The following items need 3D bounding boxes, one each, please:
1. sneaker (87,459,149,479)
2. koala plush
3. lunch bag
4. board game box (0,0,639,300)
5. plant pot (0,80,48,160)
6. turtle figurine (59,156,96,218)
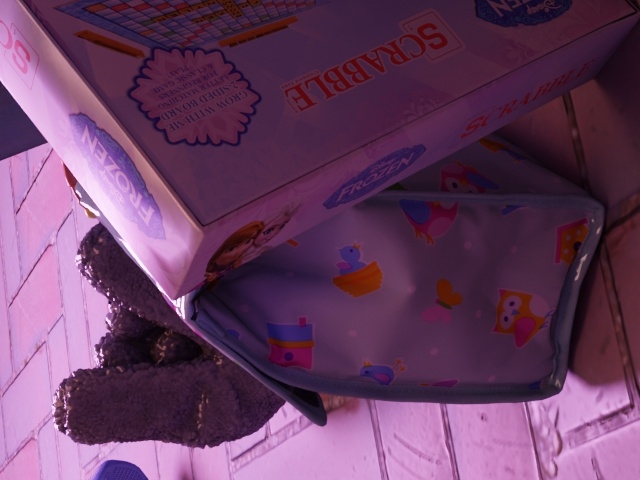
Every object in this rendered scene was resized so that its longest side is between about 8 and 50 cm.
[{"bbox_3d":[-0.145,0.312,1.488,0.330,0.130,0.147,50,121,51],"label":"sneaker"},{"bbox_3d":[-0.116,0.080,1.356,0.221,0.203,0.196,-113,34,-83],"label":"koala plush"},{"bbox_3d":[0.000,0.000,0.930,0.223,0.262,0.160,-137,50,-57],"label":"lunch bag"},{"bbox_3d":[-0.042,-0.164,0.820,0.318,0.319,0.066,51,145,16],"label":"board game box"},{"bbox_3d":[-0.226,-0.209,1.120,0.341,0.334,0.341,-14,-90,-81],"label":"plant pot"},{"bbox_3d":[-0.153,-0.117,1.375,0.217,0.087,0.269,59,-152,-58],"label":"turtle figurine"}]
